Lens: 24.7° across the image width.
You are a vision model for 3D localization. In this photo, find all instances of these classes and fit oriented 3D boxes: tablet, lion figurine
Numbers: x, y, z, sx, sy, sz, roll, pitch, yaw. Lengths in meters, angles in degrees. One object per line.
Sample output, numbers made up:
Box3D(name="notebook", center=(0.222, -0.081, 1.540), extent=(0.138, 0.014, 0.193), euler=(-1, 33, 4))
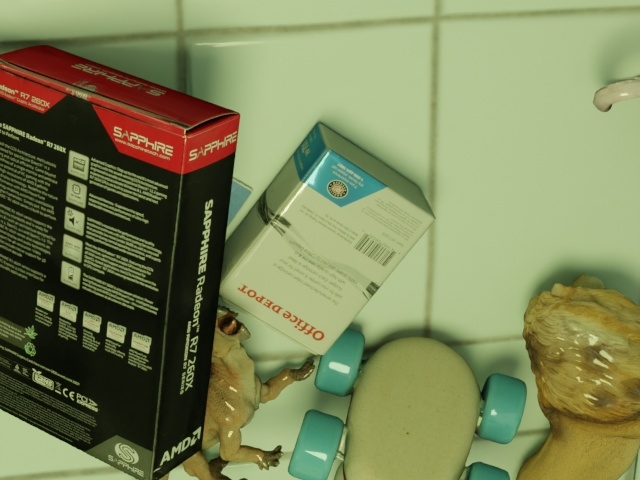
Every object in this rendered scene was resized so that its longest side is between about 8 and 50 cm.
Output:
Box3D(name="tablet", center=(-0.112, -0.031, 1.487), extent=(0.054, 0.006, 0.083), euler=(29, 109, -22))
Box3D(name="lion figurine", center=(0.298, 0.228, 1.614), extent=(0.240, 0.142, 0.392), euler=(12, 118, -7))

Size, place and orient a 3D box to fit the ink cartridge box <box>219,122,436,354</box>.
Box3D(name="ink cartridge box", center=(0.000, 0.000, 1.479), extent=(0.140, 0.082, 0.190), euler=(32, 109, -22))

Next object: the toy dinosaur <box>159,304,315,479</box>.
Box3D(name="toy dinosaur", center=(-0.140, 0.167, 1.522), extent=(0.200, 0.127, 0.295), euler=(35, 114, -20))

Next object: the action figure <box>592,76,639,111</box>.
Box3D(name="action figure", center=(0.491, -0.184, 1.439), extent=(0.276, 0.248, 0.370), euler=(42, 106, 4))

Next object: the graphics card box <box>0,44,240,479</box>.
Box3D(name="graphics card box", center=(-0.209, 0.022, 1.384), extent=(0.233, 0.094, 0.371), euler=(20, 117, 25))

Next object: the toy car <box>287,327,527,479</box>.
Box3D(name="toy car", center=(0.079, 0.240, 1.585), extent=(0.219, 0.210, 0.238), euler=(17, 145, 0))
